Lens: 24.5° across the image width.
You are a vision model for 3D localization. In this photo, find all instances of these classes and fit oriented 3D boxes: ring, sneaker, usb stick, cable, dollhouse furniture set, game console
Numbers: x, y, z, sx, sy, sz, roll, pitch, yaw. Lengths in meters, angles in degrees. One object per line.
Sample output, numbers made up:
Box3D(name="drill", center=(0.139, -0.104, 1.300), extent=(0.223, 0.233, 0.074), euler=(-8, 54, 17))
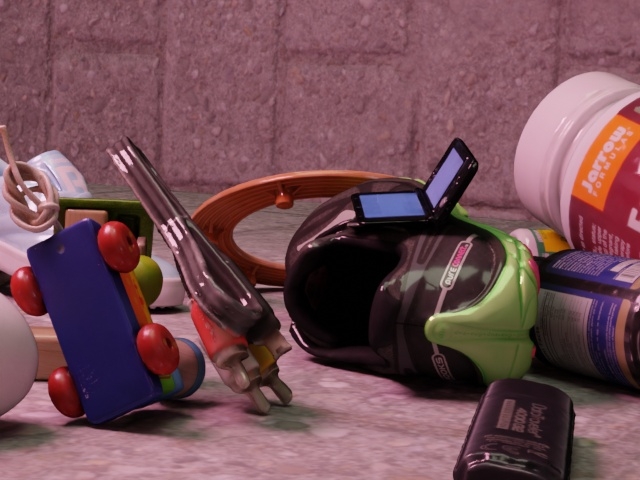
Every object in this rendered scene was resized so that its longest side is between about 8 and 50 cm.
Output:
Box3D(name="ring", center=(0.000, 0.000, 1.829), extent=(0.336, 0.032, 0.336), euler=(-2, -24, -1))
Box3D(name="sneaker", center=(0.049, 0.026, 1.502), extent=(0.202, 0.185, 0.483), euler=(5, 4, -19))
Box3D(name="usb stick", center=(0.144, 0.145, 1.062), extent=(0.077, 0.045, 0.278), euler=(11, 7, 9))
Box3D(name="sneaker", center=(-0.316, -0.026, 1.770), extent=(0.365, 0.150, 0.135), euler=(19, 10, 20))
Box3D(name="cable", center=(-0.121, 0.019, 1.239), extent=(0.287, 0.072, 0.139), euler=(48, 2, 23))
Box3D(name="dollhouse furniture set", center=(-0.306, 0.039, 1.346), extent=(0.301, 0.151, 0.197), euler=(2, 6, -5))
Box3D(name="game console", center=(0.089, -0.057, 1.410), extent=(0.071, 0.107, 0.122), euler=(30, 12, -10))

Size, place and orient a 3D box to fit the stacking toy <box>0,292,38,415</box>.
Box3D(name="stacking toy", center=(-0.433, 0.018, 1.060), extent=(0.479, 0.351, 0.350), euler=(17, 3, -13))

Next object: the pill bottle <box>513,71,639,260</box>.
Box3D(name="pill bottle", center=(0.395, -0.030, 1.542), extent=(0.224, 0.224, 0.392), euler=(-1, 24, -34))

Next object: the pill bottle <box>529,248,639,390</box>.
Box3D(name="pill bottle", center=(0.272, 0.073, 1.437), extent=(0.122, 0.123, 0.219), euler=(-1, 7, -34))

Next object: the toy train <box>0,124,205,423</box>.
Box3D(name="toy train", center=(-0.177, 0.023, 1.206), extent=(0.105, 0.248, 0.143), euler=(-26, -12, 15))

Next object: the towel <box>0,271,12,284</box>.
Box3D(name="towel", center=(-0.481, 0.025, 1.907), extent=(0.187, 0.049, 0.282), euler=(2, 6, 1))

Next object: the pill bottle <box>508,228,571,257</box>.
Box3D(name="pill bottle", center=(0.325, 0.047, 1.742), extent=(0.208, 0.118, 0.117), euler=(2, 6, -9))
